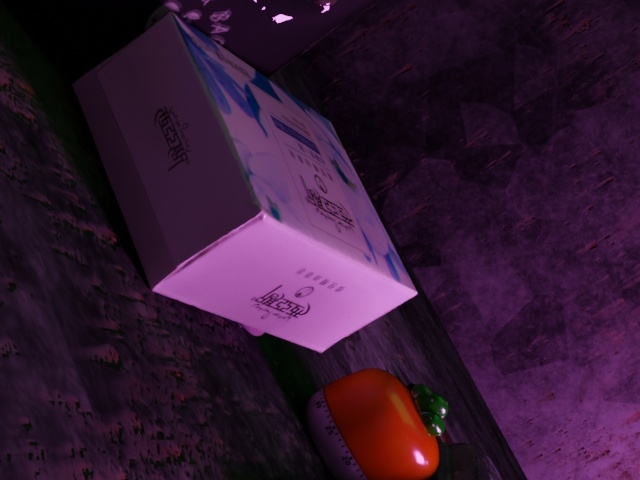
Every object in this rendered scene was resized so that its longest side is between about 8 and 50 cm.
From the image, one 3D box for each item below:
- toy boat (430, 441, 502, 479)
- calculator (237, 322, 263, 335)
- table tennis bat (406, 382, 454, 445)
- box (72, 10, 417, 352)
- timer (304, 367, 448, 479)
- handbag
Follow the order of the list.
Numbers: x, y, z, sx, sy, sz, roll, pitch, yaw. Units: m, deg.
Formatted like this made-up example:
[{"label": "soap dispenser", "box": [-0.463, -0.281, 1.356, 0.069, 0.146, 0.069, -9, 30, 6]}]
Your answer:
[{"label": "toy boat", "box": [0.129, 0.325, 1.198, 0.319, 0.092, 0.141, -83, 159, -56]}, {"label": "calculator", "box": [-0.094, 0.012, 1.181, 0.166, 0.024, 0.103, 59, 7, -2]}, {"label": "table tennis bat", "box": [0.185, 0.298, 2.027, 0.234, 0.022, 0.131, 56, 8, -39]}, {"label": "box", "box": [-0.057, -0.038, 1.103, 0.274, 0.116, 0.203, 28, 33, -57]}, {"label": "timer", "box": [0.061, 0.175, 1.231, 0.136, 0.136, 0.099, 57, 2, -28]}, {"label": "handbag", "box": [-0.099, -0.241, 1.095, 0.342, 0.288, 0.152, 51, 17, -51]}]
